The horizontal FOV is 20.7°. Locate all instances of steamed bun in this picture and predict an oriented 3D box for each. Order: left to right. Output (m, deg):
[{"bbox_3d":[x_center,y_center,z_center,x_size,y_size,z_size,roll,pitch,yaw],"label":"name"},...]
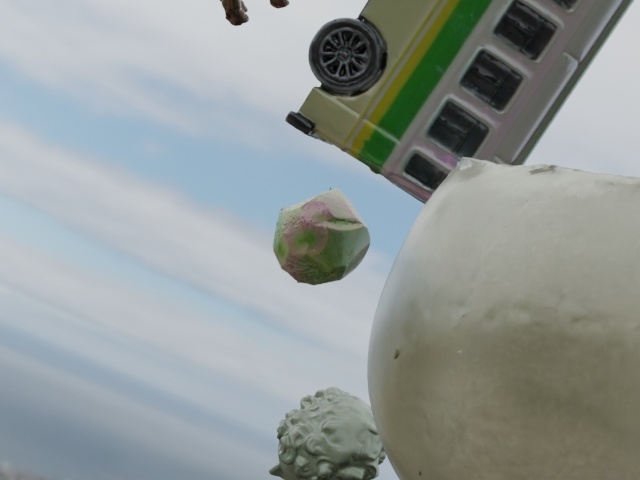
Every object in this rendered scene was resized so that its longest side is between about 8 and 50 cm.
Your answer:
[{"bbox_3d":[0.178,0.083,0.880,0.324,0.206,0.324,12,-2,0],"label":"steamed bun"}]

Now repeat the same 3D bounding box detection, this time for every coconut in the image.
[{"bbox_3d":[0.000,0.000,1.503,0.083,0.082,0.081,73,-6,-52],"label":"coconut"}]

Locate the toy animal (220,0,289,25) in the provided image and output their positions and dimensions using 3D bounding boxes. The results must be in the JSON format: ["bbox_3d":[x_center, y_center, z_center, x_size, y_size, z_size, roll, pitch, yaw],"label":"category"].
[{"bbox_3d":[-0.049,-0.338,1.655,0.054,0.275,0.149,14,10,37],"label":"toy animal"}]

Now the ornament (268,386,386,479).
[{"bbox_3d":[0.009,0.273,1.984,0.120,0.130,0.285,49,-24,26],"label":"ornament"}]

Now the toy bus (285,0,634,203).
[{"bbox_3d":[0.126,-0.174,1.336,0.179,0.305,0.143,34,4,8],"label":"toy bus"}]
